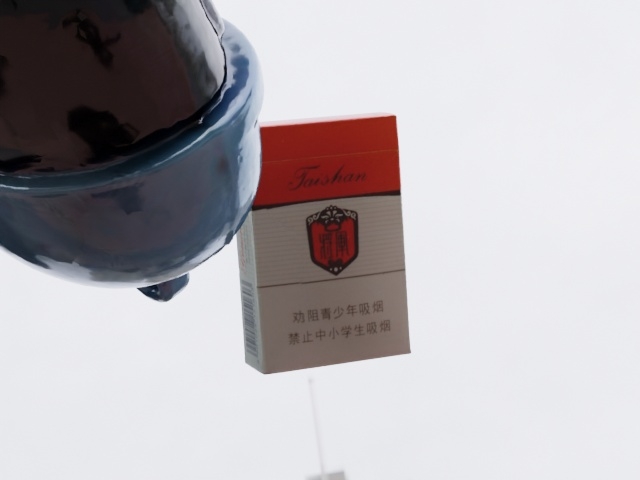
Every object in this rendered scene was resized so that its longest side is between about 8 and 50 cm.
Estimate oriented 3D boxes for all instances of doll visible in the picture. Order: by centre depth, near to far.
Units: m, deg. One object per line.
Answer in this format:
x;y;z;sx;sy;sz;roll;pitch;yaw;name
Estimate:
-0.111;-0.096;0.608;0.141;0.177;0.314;-40;-47;-31;doll

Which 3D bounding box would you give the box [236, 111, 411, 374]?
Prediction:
0.000;0.000;0.896;0.100;0.048;0.152;-7;-84;-21;box
